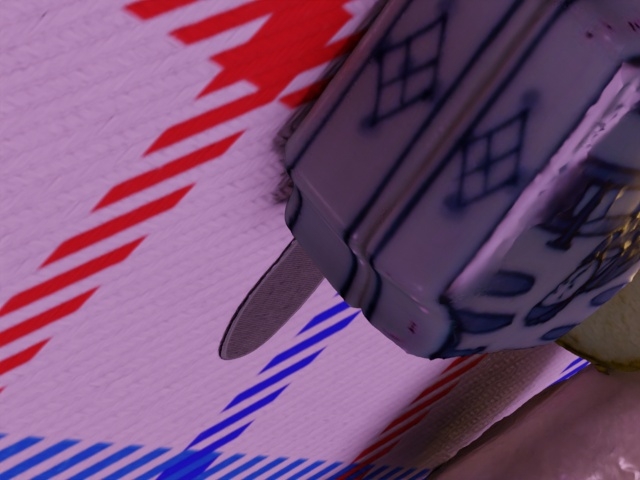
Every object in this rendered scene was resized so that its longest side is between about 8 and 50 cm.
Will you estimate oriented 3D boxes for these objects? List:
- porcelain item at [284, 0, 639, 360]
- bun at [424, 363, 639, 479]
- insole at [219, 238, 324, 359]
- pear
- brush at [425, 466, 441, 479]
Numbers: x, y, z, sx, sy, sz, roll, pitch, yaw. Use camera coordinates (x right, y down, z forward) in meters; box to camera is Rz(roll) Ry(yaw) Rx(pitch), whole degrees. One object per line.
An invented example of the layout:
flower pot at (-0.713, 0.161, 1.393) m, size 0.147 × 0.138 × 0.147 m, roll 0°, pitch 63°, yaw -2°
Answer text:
porcelain item at (0.141, -0.067, 0.895) m, size 0.286 × 0.157 × 0.281 m, roll -53°, pitch 153°, yaw 19°
bun at (0.231, 0.275, 1.458) m, size 0.361 × 0.213 × 0.361 m, roll -36°, pitch 171°, yaw -6°
insole at (0.000, 0.000, 0.987) m, size 0.080 × 0.003 × 0.232 m, roll -7°, pitch 139°, yaw -53°
pear at (0.347, -0.004, 1.330) m, size 0.239 × 0.139 × 0.288 m, roll -39°, pitch 159°, yaw -28°
brush at (0.117, 0.315, 1.681) m, size 0.033 × 0.030 × 0.178 m, roll -33°, pitch 157°, yaw -43°
